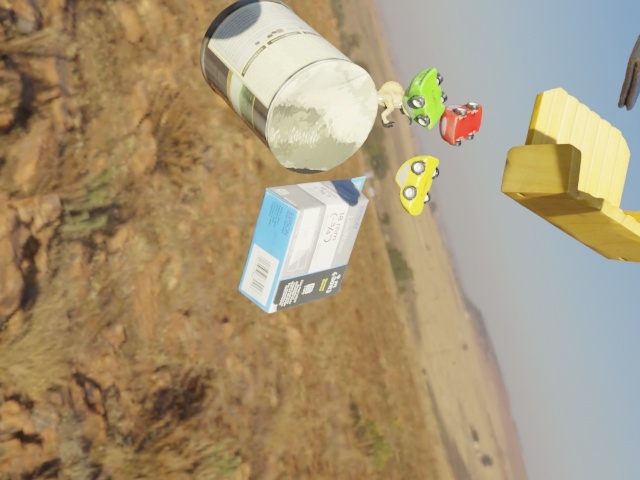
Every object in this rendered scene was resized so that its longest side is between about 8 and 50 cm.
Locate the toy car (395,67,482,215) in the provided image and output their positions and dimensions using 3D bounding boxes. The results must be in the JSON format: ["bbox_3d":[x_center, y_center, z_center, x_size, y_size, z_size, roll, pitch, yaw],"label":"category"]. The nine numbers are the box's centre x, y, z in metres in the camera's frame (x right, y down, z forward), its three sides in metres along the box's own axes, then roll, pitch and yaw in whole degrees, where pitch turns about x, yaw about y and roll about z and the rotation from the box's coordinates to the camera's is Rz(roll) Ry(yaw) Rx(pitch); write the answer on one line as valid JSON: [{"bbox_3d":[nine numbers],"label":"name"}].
[{"bbox_3d":[0.170,-0.186,1.394,0.239,0.053,0.225,-54,147,-22],"label":"toy car"}]

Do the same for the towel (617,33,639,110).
[{"bbox_3d":[0.813,-0.460,2.226,0.187,0.049,0.282,-64,161,-11],"label":"towel"}]

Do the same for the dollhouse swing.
[{"bbox_3d":[0.621,-0.159,1.919,0.346,0.305,0.315,29,-9,-23],"label":"dollhouse swing"}]

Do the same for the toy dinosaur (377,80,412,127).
[{"bbox_3d":[0.138,-0.280,1.805,0.053,0.183,0.093,165,-77,-69],"label":"toy dinosaur"}]

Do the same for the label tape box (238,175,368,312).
[{"bbox_3d":[0.000,0.000,1.897,0.333,0.106,0.241,-12,127,-48],"label":"label tape box"}]

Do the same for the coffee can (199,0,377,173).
[{"bbox_3d":[-0.059,-0.267,1.494,0.275,0.201,0.201,49,-12,43],"label":"coffee can"}]
